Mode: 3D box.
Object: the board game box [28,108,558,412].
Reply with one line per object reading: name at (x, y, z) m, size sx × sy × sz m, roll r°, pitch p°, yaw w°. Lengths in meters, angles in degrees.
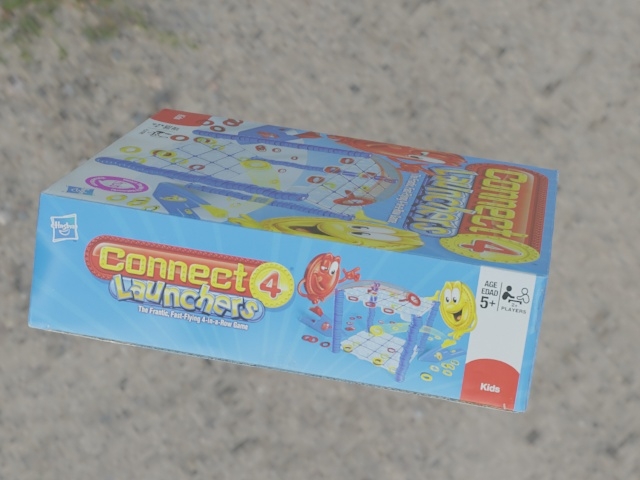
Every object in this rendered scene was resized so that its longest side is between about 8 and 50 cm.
board game box at (0.000, 0.000, 1.121) m, size 0.301 × 0.308 × 0.086 m, roll 9°, pitch 105°, yaw 6°
